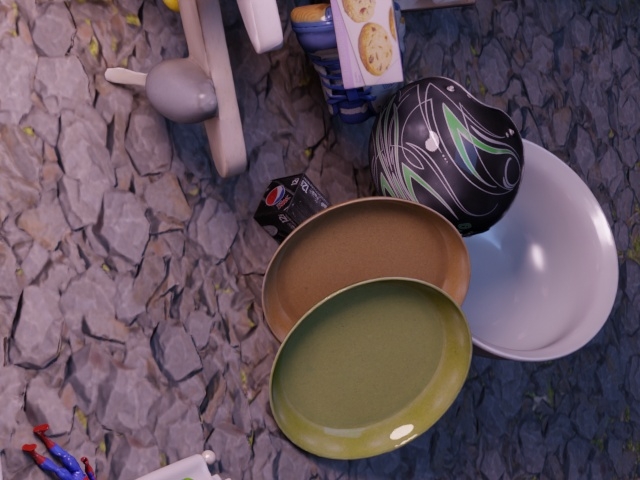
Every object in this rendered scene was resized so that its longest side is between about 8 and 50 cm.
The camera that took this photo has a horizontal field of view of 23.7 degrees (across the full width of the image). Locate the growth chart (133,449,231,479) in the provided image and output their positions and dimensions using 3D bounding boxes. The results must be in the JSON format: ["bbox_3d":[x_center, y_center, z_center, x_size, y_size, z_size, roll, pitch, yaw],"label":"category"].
[{"bbox_3d":[-0.096,0.316,1.529,0.237,0.021,0.172,48,35,9],"label":"growth chart"}]

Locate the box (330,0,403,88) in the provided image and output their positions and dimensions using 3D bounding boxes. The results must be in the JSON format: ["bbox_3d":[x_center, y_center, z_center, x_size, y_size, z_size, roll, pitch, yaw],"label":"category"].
[{"bbox_3d":[0.029,-0.310,1.507,0.063,0.067,0.324,-90,171,-64],"label":"box"}]

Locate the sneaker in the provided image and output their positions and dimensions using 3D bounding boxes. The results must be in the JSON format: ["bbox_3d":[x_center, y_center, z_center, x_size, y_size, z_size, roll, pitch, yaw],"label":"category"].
[{"bbox_3d":[0.044,-0.198,1.727,0.296,0.111,0.131,-3,93,-74],"label":"sneaker"}]

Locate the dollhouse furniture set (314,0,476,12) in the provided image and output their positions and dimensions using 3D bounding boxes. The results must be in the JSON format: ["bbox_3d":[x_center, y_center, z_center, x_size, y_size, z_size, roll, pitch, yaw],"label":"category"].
[{"bbox_3d":[0.132,-0.399,1.745,0.355,0.303,0.174,-9,78,-24],"label":"dollhouse furniture set"}]

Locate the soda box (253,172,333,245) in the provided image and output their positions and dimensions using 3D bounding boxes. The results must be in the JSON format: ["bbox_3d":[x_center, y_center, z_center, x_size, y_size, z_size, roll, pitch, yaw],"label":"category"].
[{"bbox_3d":[0.000,0.000,1.745,0.169,0.053,0.060,47,52,-33],"label":"soda box"}]

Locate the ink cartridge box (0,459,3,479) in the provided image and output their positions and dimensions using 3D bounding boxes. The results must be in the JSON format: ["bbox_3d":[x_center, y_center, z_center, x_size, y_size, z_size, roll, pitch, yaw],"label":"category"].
[{"bbox_3d":[-0.356,0.129,1.182,0.353,0.119,0.207,54,3,-29],"label":"ink cartridge box"}]

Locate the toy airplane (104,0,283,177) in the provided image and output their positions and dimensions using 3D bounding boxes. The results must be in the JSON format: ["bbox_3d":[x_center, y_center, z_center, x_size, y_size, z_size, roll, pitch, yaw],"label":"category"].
[{"bbox_3d":[-0.144,-0.295,1.461,0.384,0.272,0.386,70,13,-67],"label":"toy airplane"}]

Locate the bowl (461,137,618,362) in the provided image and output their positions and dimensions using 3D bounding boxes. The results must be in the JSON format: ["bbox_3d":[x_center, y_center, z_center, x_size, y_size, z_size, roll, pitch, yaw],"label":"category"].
[{"bbox_3d":[0.207,0.026,1.884,0.297,0.134,0.298,10,65,-23],"label":"bowl"}]

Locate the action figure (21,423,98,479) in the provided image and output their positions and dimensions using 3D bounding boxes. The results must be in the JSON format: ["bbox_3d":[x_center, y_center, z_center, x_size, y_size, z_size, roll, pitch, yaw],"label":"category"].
[{"bbox_3d":[-0.235,0.224,1.456,0.115,0.030,0.038,54,43,-32],"label":"action figure"}]

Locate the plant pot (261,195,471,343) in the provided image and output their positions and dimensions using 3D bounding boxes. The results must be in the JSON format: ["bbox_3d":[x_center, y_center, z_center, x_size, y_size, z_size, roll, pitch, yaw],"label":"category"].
[{"bbox_3d":[0.049,0.043,1.697,0.236,0.236,0.032,47,16,-34],"label":"plant pot"}]

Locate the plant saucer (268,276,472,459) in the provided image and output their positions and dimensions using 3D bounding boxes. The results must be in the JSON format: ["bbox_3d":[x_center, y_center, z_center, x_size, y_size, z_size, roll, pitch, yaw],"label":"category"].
[{"bbox_3d":[0.052,0.137,1.704,0.241,0.037,0.241,-10,122,-17],"label":"plant saucer"}]

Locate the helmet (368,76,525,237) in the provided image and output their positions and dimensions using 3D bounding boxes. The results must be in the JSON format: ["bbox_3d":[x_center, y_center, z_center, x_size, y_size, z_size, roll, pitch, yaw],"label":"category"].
[{"bbox_3d":[0.133,-0.094,1.726,0.161,0.169,0.169,23,66,-34],"label":"helmet"}]
